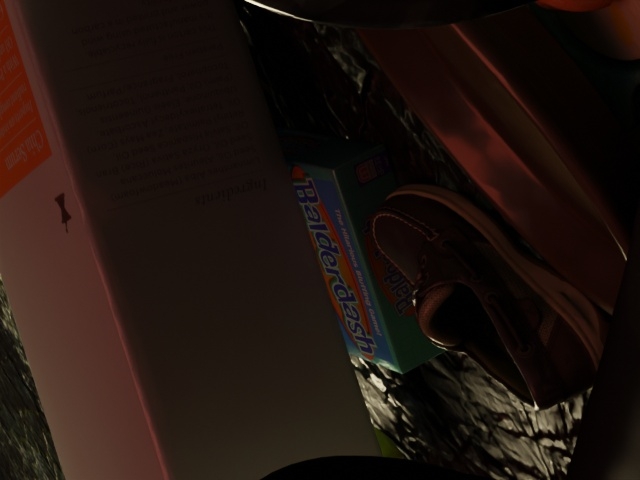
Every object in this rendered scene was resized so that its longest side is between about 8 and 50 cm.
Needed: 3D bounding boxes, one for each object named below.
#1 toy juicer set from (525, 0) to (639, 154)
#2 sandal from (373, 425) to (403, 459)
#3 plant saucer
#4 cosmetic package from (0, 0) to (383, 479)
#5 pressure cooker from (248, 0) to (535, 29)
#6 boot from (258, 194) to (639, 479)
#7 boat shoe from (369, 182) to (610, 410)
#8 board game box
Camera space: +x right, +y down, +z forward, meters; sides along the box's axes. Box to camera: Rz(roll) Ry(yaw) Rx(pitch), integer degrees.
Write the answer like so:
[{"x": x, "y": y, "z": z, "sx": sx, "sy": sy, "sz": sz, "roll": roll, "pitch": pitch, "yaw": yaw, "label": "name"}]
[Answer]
[{"x": 0.111, "y": -0.163, "z": 0.889, "sx": 0.209, "sy": 0.089, "sz": 0.329, "roll": 49, "pitch": 155, "yaw": 27, "label": "toy juicer set"}, {"x": 0.070, "y": 0.296, "z": 1.469, "sx": 0.317, "sy": 0.126, "sz": 0.138, "roll": 63, "pitch": 162, "yaw": 21, "label": "sandal"}, {"x": 0.095, "y": -0.071, "z": 0.984, "sx": 0.278, "sy": 0.041, "sz": 0.278, "roll": 50, "pitch": 175, "yaw": 5, "label": "plant saucer"}, {"x": -0.123, "y": 0.020, "z": 1.347, "sx": 0.230, "sy": 0.161, "sz": 0.453, "roll": -28, "pitch": 80, "yaw": 63, "label": "cosmetic package"}, {"x": 0.011, "y": -0.276, "z": 0.572, "sx": 0.420, "sy": 0.370, "sz": 0.375, "roll": 51, "pitch": 167, "yaw": 37, "label": "pressure cooker"}, {"x": 0.135, "y": 0.118, "z": 0.926, "sx": 0.367, "sy": 0.146, "sz": 0.445, "roll": 15, "pitch": 150, "yaw": 4, "label": "boot"}, {"x": 0.093, "y": 0.034, "z": 1.167, "sx": 0.223, "sy": 0.073, "sz": 0.080, "roll": 37, "pitch": 146, "yaw": 44, "label": "boat shoe"}, {"x": 0.000, "y": 0.000, "z": 1.359, "sx": 0.210, "sy": 0.047, "sz": 0.160, "roll": 14, "pitch": 127, "yaw": 60, "label": "board game box"}]
